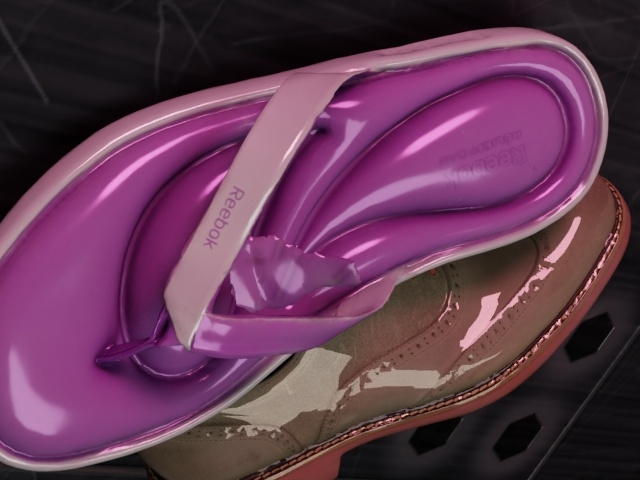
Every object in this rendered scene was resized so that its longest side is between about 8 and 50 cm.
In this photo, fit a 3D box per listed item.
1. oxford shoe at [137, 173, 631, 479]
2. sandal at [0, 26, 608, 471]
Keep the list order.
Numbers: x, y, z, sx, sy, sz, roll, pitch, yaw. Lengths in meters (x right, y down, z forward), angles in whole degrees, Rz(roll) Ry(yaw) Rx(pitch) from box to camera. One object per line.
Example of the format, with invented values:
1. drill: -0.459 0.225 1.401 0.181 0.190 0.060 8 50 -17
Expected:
1. oxford shoe: 0.038 0.040 1.073 0.348 0.123 0.130 -34 135 -13
2. sandal: -0.006 -0.014 0.951 0.416 0.102 0.169 -29 108 -22
